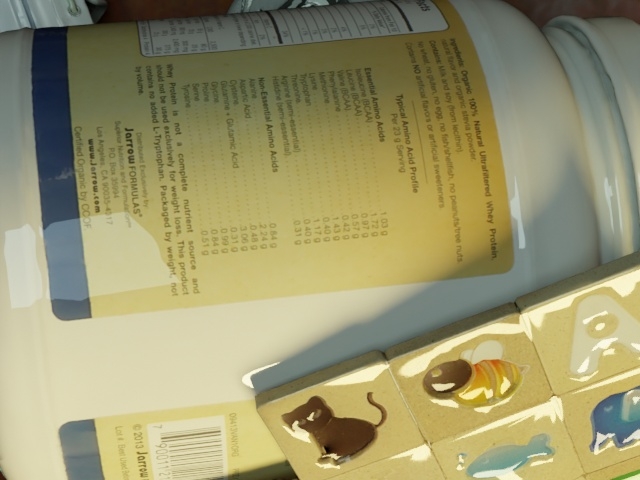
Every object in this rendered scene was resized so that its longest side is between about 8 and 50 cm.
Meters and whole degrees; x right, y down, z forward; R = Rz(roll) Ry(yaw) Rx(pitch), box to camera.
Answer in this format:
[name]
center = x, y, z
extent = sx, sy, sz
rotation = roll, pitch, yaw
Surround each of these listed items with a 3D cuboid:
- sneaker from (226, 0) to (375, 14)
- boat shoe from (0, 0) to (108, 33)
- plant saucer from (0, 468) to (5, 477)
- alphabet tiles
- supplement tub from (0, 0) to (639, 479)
[sneaker]
center = -0.035, -0.180, 0.779
extent = 0.229, 0.086, 0.132
rotation = 42, 99, 7
[boat shoe]
center = -0.163, -0.132, 0.813
extent = 0.076, 0.083, 0.226
rotation = -16, 83, -20
[plant saucer]
center = -0.093, 0.077, 0.786
extent = 0.195, 0.037, 0.194
rotation = 1, 78, -5
[alphabet tiles]
center = 0.111, 0.151, 0.667
extent = 0.285, 0.011, 0.342
rotation = -21, 131, 7
[supplement tub]
center = 0.000, 0.000, 0.676
extent = 0.316, 0.228, 0.228
rotation = -6, 89, -7
